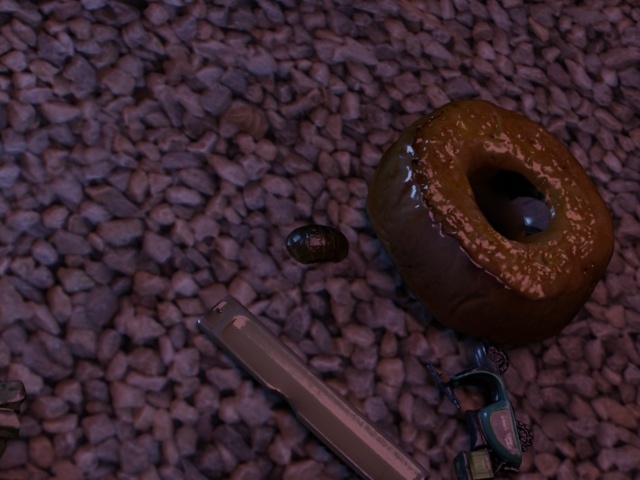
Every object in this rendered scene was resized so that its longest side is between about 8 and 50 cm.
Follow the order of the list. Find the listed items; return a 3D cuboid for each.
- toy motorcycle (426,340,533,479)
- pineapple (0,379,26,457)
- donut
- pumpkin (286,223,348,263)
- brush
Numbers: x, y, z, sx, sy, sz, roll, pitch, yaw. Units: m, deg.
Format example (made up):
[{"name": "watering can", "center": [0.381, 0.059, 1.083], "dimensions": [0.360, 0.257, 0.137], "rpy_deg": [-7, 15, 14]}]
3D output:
[{"name": "toy motorcycle", "center": [0.193, 0.204, 1.398], "dimensions": [0.100, 0.058, 0.173], "rpy_deg": [-5, 66, -14]}, {"name": "pineapple", "center": [-0.432, 0.163, 1.148], "dimensions": [0.271, 0.262, 0.263], "rpy_deg": [18, 55, -35]}, {"name": "donut", "center": [0.216, -0.024, 1.477], "dimensions": [0.317, 0.150, 0.299], "rpy_deg": [20, 61, -7]}, {"name": "pumpkin", "center": [0.001, 0.000, 1.463], "dimensions": [0.083, 0.028, 0.050], "rpy_deg": [-1, 61, -24]}, {"name": "brush", "center": [-0.013, 0.187, 1.349], "dimensions": [0.321, 0.050, 0.060], "rpy_deg": [41, 60, 15]}]
